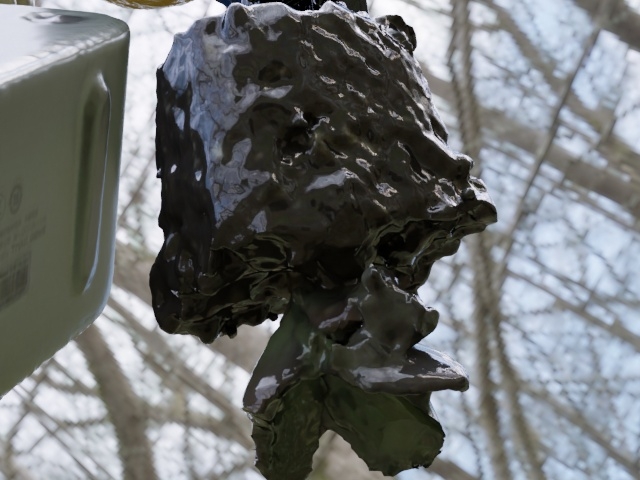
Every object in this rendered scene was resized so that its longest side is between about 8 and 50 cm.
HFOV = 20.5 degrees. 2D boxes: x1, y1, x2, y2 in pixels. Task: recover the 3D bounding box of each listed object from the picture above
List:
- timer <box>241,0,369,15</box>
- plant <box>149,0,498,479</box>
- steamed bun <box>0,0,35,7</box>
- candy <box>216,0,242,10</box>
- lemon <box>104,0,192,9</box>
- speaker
[{"bbox_3d":[0.001,-0.118,1.303,0.055,0.144,0.187,-5,-97,-29],"label":"timer"},{"bbox_3d":[0.000,0.000,0.773,0.131,0.142,0.203,4,-109,-28],"label":"plant"},{"bbox_3d":[-0.334,-0.165,1.385,0.237,0.346,0.394,-28,-31,-18],"label":"steamed bun"},{"bbox_3d":[0.023,-0.302,1.372,0.187,0.331,0.077,62,-159,-1],"label":"candy"},{"bbox_3d":[-0.110,-0.226,1.184,0.142,0.187,0.142,-5,-83,-41],"label":"lemon"},{"bbox_3d":[-0.237,-0.005,0.913,0.406,0.183,0.184,-47,-39,-68],"label":"speaker"}]
